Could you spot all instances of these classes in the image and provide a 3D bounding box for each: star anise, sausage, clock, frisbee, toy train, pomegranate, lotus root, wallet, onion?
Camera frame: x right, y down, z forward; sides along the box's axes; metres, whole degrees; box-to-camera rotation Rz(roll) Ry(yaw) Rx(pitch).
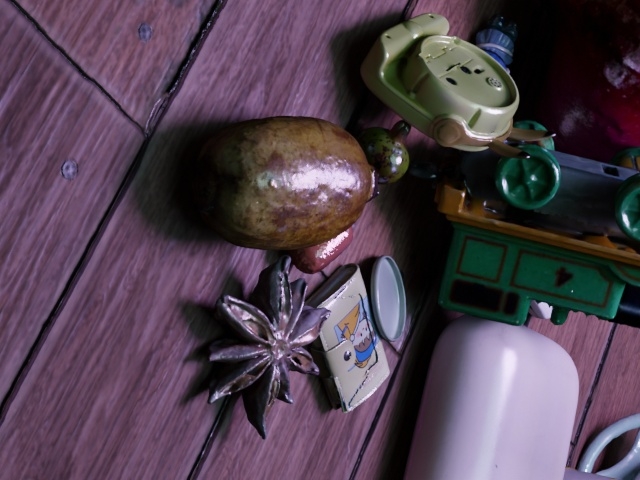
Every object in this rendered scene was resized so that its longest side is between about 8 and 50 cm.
[{"bbox_3d":[-0.067,0.115,1.375,0.182,0.065,0.195,-58,138,-23],"label":"star anise"},{"bbox_3d":[0.000,0.000,1.443,0.054,0.059,0.094,44,52,3],"label":"sausage"},{"bbox_3d":[0.172,-0.176,1.515,0.170,0.232,0.069,-34,161,-52],"label":"clock"},{"bbox_3d":[0.084,0.073,1.568,0.110,0.014,0.110,-6,90,-69],"label":"frisbee"},{"bbox_3d":[0.311,-0.002,1.607,0.178,0.429,0.249,-67,171,-71],"label":"toy train"},{"bbox_3d":[0.079,-0.104,1.509,0.073,0.084,0.073,20,62,-42],"label":"pomegranate"},{"bbox_3d":[-0.028,-0.062,1.346,0.260,0.128,0.145,-2,104,-45],"label":"lotus root"},{"bbox_3d":[0.034,0.121,1.516,0.110,0.039,0.155,-43,125,-41],"label":"wallet"},{"bbox_3d":[0.416,-0.308,1.747,0.420,0.398,0.398,39,57,-5],"label":"onion"}]

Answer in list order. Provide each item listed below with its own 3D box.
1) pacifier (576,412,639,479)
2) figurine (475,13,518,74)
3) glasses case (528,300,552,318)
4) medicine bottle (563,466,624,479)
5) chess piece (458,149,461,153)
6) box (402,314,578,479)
[{"bbox_3d":[0.563,0.434,2.104,0.343,0.288,0.269,-40,169,-10],"label":"pacifier"},{"bbox_3d":[0.233,-0.248,1.695,0.077,0.079,0.136,29,71,-5],"label":"figurine"},{"bbox_3d":[0.304,0.045,1.835,0.197,0.049,0.076,48,58,-43],"label":"glasses case"},{"bbox_3d":[0.404,0.467,1.865,0.238,0.232,0.238,-10,102,-51],"label":"medicine bottle"},{"bbox_3d":[0.200,-0.128,1.702,0.092,0.035,0.035,38,65,-51],"label":"chess piece"},{"bbox_3d":[0.233,0.283,1.704,0.288,0.141,0.349,27,73,-50],"label":"box"}]
